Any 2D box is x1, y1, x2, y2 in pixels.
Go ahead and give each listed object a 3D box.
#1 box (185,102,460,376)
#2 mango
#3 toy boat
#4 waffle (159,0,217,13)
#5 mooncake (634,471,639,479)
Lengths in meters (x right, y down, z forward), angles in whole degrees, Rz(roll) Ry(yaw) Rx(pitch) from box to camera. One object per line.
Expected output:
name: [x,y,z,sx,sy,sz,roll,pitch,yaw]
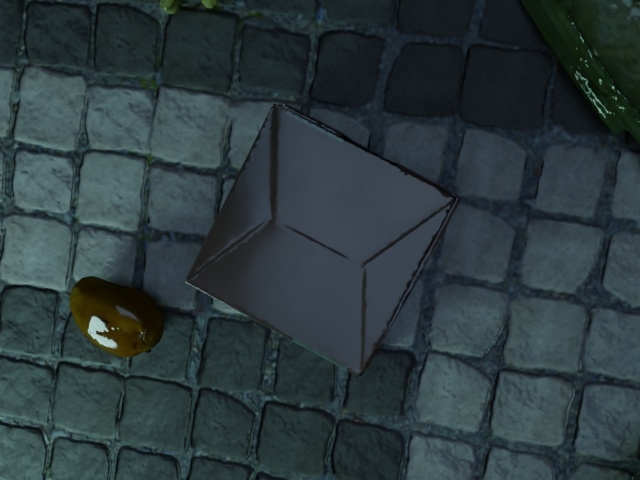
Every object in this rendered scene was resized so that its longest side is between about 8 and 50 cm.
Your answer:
box: [0.000,0.000,0.568,0.215,0.086,0.215,29,97,4]
mango: [-0.227,0.082,0.611,0.114,0.060,0.080,34,112,1]
toy boat: [0.303,-0.163,0.540,0.093,0.055,0.293,-39,89,5]
waffle: [-0.124,-0.379,0.572,0.261,0.056,0.250,-38,89,5]
mooncake: [0.370,0.349,0.527,0.250,0.136,0.254,42,90,1]
